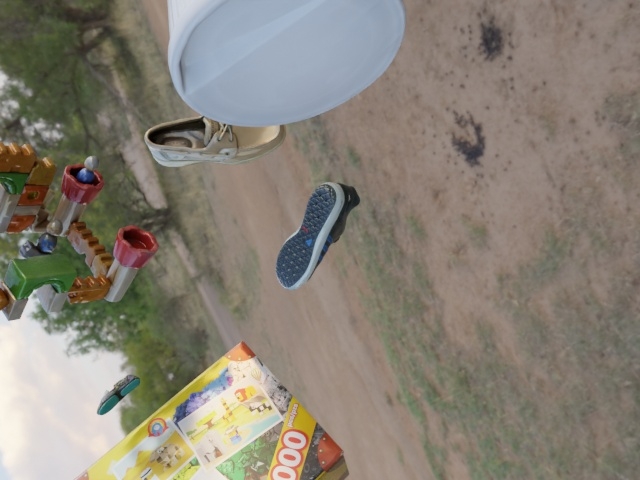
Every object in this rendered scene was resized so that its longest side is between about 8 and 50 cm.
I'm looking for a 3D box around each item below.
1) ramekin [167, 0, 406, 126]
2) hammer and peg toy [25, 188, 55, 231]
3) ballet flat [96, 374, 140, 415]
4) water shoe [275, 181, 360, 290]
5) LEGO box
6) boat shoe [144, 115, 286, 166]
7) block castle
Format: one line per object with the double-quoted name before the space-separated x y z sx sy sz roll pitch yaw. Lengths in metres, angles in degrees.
"ramekin" -0.048 -0.256 0.707 0.273 0.273 0.127 105 149 -68
"hammer and peg toy" -0.837 -0.172 1.491 0.361 0.127 0.266 35 176 5
"ballet flat" -0.449 0.335 1.358 0.041 0.114 0.041 29 140 27
"water shoe" 0.000 0.000 0.999 0.073 0.080 0.203 49 122 32
"LEGO box" -0.242 0.541 1.401 0.372 0.500 0.193 41 160 28
"boat shoe" -0.253 -0.252 1.519 0.110 0.341 0.121 90 169 -77
"block castle" -0.562 -0.026 1.153 0.303 0.453 0.212 45 117 23
